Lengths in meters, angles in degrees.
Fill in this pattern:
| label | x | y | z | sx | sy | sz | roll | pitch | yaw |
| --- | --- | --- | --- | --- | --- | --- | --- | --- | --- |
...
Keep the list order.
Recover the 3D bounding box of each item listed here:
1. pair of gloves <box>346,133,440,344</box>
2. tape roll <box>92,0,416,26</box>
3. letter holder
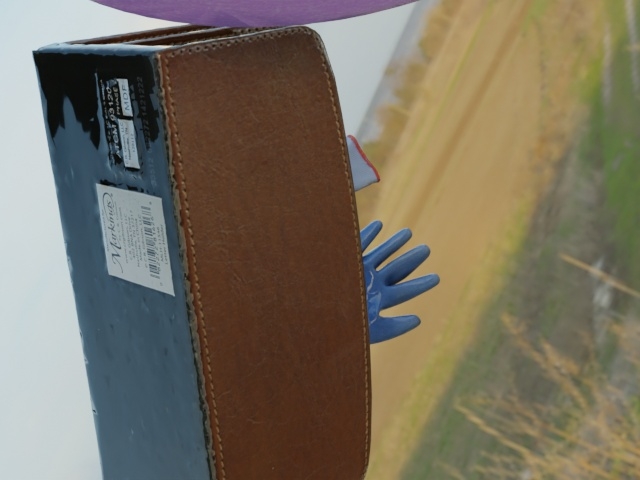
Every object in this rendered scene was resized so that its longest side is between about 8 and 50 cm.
| label | x | y | z | sx | sy | sz | roll | pitch | yaw |
| --- | --- | --- | --- | --- | --- | --- | --- | --- | --- |
| pair of gloves | 0.000 | 0.000 | 1.012 | 0.159 | 0.198 | 0.023 | -27 | -4 | -24 |
| tape roll | -0.009 | -0.190 | 0.486 | 0.275 | 0.275 | 0.090 | 115 | 149 | -65 |
| letter holder | -0.037 | 0.009 | 0.824 | 0.214 | 0.152 | 0.302 | -17 | -73 | -36 |
